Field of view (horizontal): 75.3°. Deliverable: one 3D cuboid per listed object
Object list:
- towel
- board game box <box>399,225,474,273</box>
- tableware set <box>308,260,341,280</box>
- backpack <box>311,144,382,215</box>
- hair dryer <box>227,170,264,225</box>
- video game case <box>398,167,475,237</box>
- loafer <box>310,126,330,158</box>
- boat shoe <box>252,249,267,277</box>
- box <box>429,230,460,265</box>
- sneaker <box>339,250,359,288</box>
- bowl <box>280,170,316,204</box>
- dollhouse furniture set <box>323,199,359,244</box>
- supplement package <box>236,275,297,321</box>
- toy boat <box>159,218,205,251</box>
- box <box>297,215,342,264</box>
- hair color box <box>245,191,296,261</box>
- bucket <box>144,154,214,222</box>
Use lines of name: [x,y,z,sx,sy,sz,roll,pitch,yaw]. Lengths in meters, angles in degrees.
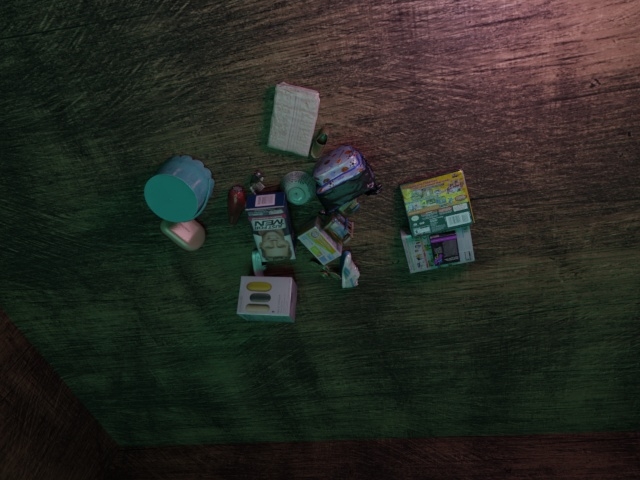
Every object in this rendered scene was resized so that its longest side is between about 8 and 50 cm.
towel: [-0.113,-0.493,1.704,0.187,0.049,0.282,14,125,-2]
board game box: [0.546,0.018,1.946,0.304,0.097,0.224,-12,121,13]
tableware set: [0.021,0.155,2.104,0.169,0.020,0.141,44,155,-28]
backpack: [0.089,-0.264,1.707,0.277,0.263,0.213,-22,112,12]
hair dryer: [-0.330,-0.159,1.914,0.294,0.080,0.223,-31,100,27]
video game case: [0.506,-0.160,1.812,0.275,0.035,0.248,-14,99,16]
loafer: [-0.005,-0.407,1.746,0.056,0.050,0.148,19,124,-6]
boat shoe: [-0.309,0.127,2.144,0.063,0.066,0.184,0,114,8]
box: [0.565,0.038,1.884,0.116,0.029,0.162,-11,121,13]
sneaker: [0.148,0.143,2.091,0.092,0.087,0.228,-5,129,-3]
bowl: [-0.103,-0.220,1.868,0.170,0.080,0.170,4,124,5]
dollhouse furniture set: [0.123,-0.102,1.891,0.129,0.129,0.184,37,120,-18]
supplement package: [-0.267,0.303,2.128,0.263,0.199,0.198,1,160,6]
toy boat: [-0.685,-0.040,2.042,0.231,0.151,0.151,43,149,-20]
box: [0.000,0.000,1.991,0.114,0.103,0.203,-32,115,25]
hair color box: [-0.219,-0.055,1.908,0.174,0.105,0.347,-5,137,4]
bucket: [-0.635,-0.225,1.862,0.281,0.183,0.281,4,125,6]
